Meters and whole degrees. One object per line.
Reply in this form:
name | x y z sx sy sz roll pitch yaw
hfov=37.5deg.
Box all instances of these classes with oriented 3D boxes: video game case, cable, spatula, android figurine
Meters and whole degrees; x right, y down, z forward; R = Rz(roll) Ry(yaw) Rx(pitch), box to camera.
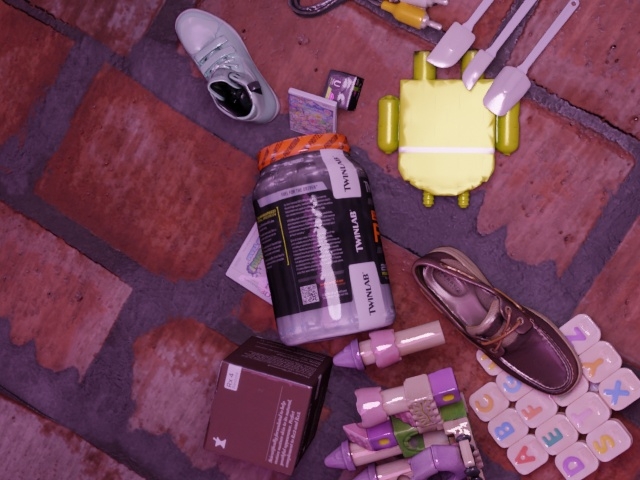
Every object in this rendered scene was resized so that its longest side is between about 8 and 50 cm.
video game case | -0.014 -0.219 1.660 0.087 0.122 0.011 19 66 9
cable | 0.084 -0.443 1.628 0.287 0.072 0.140 8 93 11
video game case | -0.079 0.036 1.751 0.143 0.019 0.157 32 102 5
spatula | 0.317 -0.348 1.595 0.168 0.019 0.242 38 86 7
android figurine | 0.221 -0.193 1.641 0.248 0.056 0.273 0 95 10

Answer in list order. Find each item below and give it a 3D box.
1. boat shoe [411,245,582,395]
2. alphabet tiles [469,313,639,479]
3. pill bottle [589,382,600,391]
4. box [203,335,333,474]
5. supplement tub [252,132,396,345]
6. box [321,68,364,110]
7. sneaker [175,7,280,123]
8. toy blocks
boat shoe | 0.291 0.142 1.605 0.342 0.123 0.123 45 111 15
alphabet tiles | 0.403 0.270 1.640 0.278 0.021 0.284 -42 75 25
pill bottle | 0.451 0.236 1.658 0.083 0.043 0.043 37 103 4
box | -0.089 0.289 1.693 0.167 0.203 0.169 15 101 9
supplement tub | 0.000 0.000 1.618 0.207 0.207 0.338 -13 84 13
box | 0.039 -0.263 1.654 0.052 0.083 0.062 18 101 8
sneaker | -0.178 -0.314 1.658 0.094 0.151 0.256 -42 87 15
toy blocks | 0.123 0.339 1.557 0.260 0.309 0.289 -16 134 7
